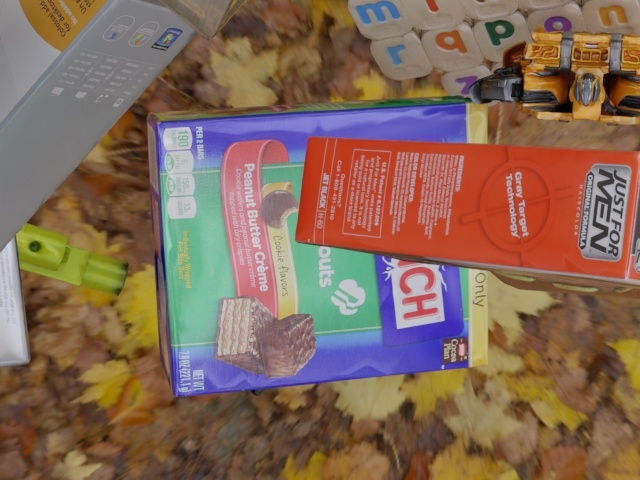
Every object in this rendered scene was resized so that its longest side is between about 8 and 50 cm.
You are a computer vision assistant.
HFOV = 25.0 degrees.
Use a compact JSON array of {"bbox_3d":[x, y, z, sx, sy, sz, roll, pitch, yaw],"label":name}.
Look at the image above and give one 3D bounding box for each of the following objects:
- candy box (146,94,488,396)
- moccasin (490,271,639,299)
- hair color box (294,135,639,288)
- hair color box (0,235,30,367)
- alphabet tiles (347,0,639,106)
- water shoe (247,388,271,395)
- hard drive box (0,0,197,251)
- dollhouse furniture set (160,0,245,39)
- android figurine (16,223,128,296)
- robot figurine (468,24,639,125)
[{"bbox_3d":[0.000,0.000,1.405,0.317,0.122,0.268,-5,102,-12],"label":"candy box"},{"bbox_3d":[0.347,-0.006,1.622,0.380,0.147,0.139,4,85,36],"label":"moccasin"},{"bbox_3d":[0.067,-0.010,0.514,0.141,0.072,0.043,5,87,42],"label":"hair color box"},{"bbox_3d":[-0.482,0.051,1.404,0.374,0.113,0.185,-7,90,-13],"label":"hair color box"},{"bbox_3d":[0.179,-0.233,1.471,0.284,0.278,0.021,-7,56,22],"label":"alphabet tiles"},{"bbox_3d":[-0.072,0.081,1.582,0.073,0.080,0.203,10,127,41],"label":"water shoe"},{"bbox_3d":[-0.208,-0.120,0.862,0.232,0.089,0.181,-45,69,22],"label":"hard drive box"},{"bbox_3d":[-0.087,-0.202,0.474,0.242,0.161,0.212,39,73,-4],"label":"dollhouse furniture set"},{"bbox_3d":[-0.361,0.002,1.668,0.273,0.248,0.056,19,86,-14],"label":"android figurine"},{"bbox_3d":[0.249,-0.150,1.324,0.211,0.291,0.085,4,96,11],"label":"robot figurine"}]
